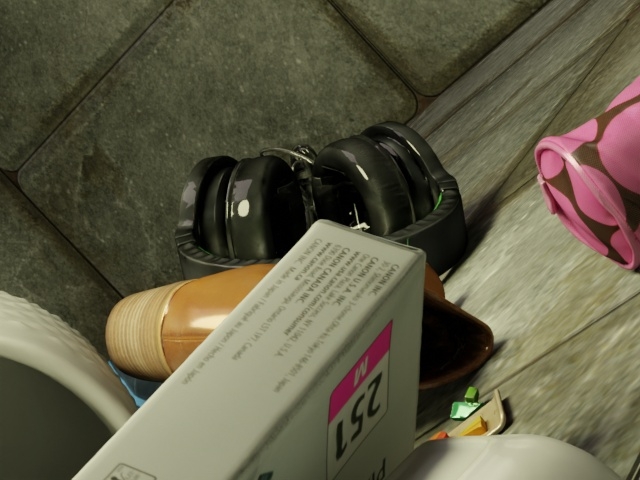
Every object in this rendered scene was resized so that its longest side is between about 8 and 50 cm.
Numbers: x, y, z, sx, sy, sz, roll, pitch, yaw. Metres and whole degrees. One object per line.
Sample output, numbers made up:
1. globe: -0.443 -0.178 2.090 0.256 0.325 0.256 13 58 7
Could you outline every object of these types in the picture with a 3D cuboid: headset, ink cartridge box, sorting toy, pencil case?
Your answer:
1. headset: 0.000 0.000 1.499 0.243 0.185 0.394 -11 20 -1
2. ink cartridge box: -0.046 0.160 0.697 0.275 0.060 0.239 -47 -33 -44
3. sorting toy: 0.070 0.100 0.871 0.062 0.012 0.083 -43 5 8
4. pencil case: 0.203 -0.081 0.906 0.209 0.095 0.098 -42 39 -14

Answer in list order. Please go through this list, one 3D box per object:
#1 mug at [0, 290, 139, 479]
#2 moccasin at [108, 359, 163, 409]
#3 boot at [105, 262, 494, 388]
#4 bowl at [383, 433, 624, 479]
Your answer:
1. mug: -0.289 0.182 1.083 0.374 0.276 0.328 -25 12 -7
2. moccasin: -0.090 0.135 1.427 0.117 0.138 0.342 -40 17 -12
3. boot: 0.031 0.047 1.074 0.283 0.109 0.220 2 -4 -41
4. bowl: 0.041 0.124 0.640 0.142 0.053 0.142 -43 5 -15
